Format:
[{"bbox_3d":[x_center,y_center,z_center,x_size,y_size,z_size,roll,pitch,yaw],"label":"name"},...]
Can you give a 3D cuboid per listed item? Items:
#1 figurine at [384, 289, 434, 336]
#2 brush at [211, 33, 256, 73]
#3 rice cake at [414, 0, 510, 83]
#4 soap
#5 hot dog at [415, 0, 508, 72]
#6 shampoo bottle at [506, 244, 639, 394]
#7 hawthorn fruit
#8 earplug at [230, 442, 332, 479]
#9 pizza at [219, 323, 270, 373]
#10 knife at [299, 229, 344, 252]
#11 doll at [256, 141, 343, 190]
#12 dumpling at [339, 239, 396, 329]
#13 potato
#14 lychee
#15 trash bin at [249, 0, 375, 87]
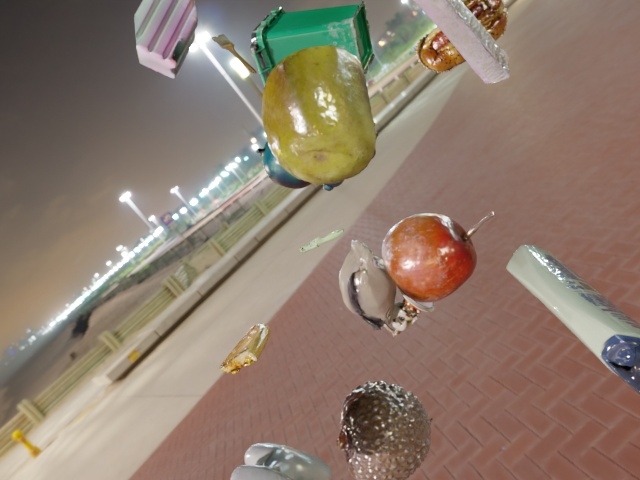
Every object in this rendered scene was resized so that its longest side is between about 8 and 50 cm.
[{"bbox_3d":[0.256,0.218,1.522,0.153,0.132,0.132,-57,3,24],"label":"figurine"},{"bbox_3d":[-0.323,-0.719,1.927,0.082,0.218,0.010,12,74,44],"label":"brush"},{"bbox_3d":[0.295,-0.497,1.110,0.073,0.365,0.056,-32,21,54],"label":"rice cake"},{"bbox_3d":[-0.529,-0.754,1.724,0.323,0.193,0.109,-71,13,-16],"label":"soap"},{"bbox_3d":[0.346,-0.505,1.217,0.253,0.131,0.069,-37,-2,2],"label":"hot dog"},{"bbox_3d":[0.448,0.124,0.841,0.078,0.134,0.359,-62,24,20],"label":"shampoo bottle"},{"bbox_3d":[0.293,0.050,1.289,0.235,0.263,0.231,47,-123,-64],"label":"hawthorn fruit"},{"bbox_3d":[-0.095,0.552,1.114,0.214,0.175,0.325,8,-1,14],"label":"earplug"},{"bbox_3d":[-0.149,0.224,1.006,0.131,0.041,0.178,-46,7,-10],"label":"pizza"},{"bbox_3d":[0.002,0.000,2.009,0.293,0.020,0.043,-27,57,47],"label":"knife"},{"bbox_3d":[-0.048,-0.251,1.592,0.198,0.322,0.186,-112,37,-69],"label":"doll"},{"bbox_3d":[0.117,0.133,1.466,0.163,0.293,0.204,-32,32,-31],"label":"dumpling"},{"bbox_3d":[-0.014,-0.295,1.267,0.330,0.280,0.213,-34,-22,22],"label":"potato"},{"bbox_3d":[0.183,0.571,1.465,0.300,0.300,0.300,-38,11,9],"label":"lychee"},{"bbox_3d":[-0.029,-0.669,1.721,0.381,0.259,0.295,-2,42,23],"label":"trash bin"}]
